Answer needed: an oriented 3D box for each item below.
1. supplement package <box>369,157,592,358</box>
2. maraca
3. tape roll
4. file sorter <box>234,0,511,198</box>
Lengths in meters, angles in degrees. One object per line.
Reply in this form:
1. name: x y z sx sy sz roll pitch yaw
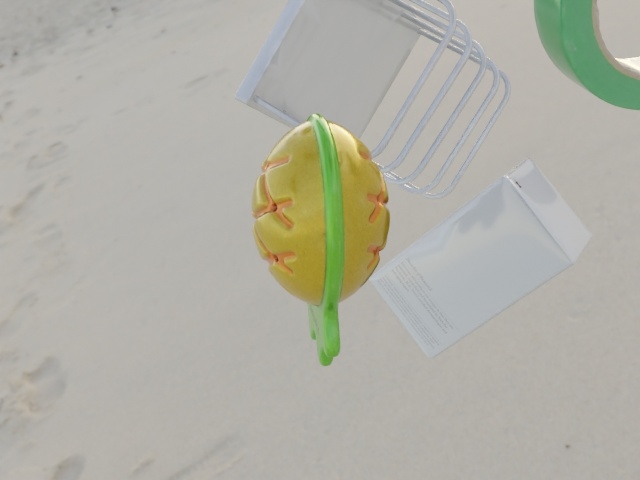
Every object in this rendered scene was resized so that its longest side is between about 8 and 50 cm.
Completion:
1. supplement package: 0.158 0.017 0.880 0.179 0.105 0.105 -40 -5 30
2. maraca: 0.000 0.000 0.651 0.099 0.185 0.127 -3 22 -6
3. tape roll: 0.435 -0.329 1.136 0.321 0.321 0.077 -23 33 -5
4. file sorter: 0.078 -0.170 0.985 0.173 0.193 0.278 34 8 23
